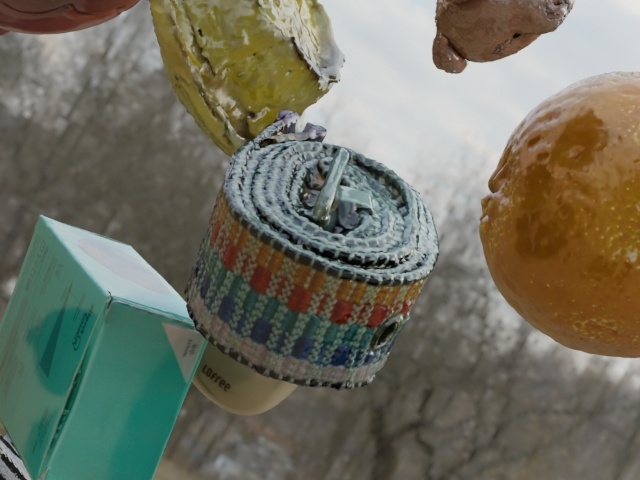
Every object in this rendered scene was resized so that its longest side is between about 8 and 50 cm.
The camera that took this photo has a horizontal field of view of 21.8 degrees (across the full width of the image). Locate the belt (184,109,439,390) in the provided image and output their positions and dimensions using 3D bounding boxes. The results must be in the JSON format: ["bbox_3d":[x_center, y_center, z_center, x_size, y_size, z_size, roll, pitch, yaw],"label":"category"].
[{"bbox_3d":[0.000,0.000,1.506,0.207,0.160,0.295,24,25,2],"label":"belt"}]

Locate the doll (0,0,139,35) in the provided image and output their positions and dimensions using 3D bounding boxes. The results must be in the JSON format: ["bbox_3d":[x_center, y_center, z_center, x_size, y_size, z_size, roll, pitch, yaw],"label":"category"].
[{"bbox_3d":[-0.199,-0.213,1.201,0.262,0.211,0.093,5,57,-45],"label":"doll"}]

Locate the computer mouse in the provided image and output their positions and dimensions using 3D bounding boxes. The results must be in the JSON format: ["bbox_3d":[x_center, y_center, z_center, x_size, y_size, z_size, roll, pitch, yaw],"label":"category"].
[{"bbox_3d":[-0.051,0.079,1.818,0.145,0.236,0.082,41,-1,14],"label":"computer mouse"}]

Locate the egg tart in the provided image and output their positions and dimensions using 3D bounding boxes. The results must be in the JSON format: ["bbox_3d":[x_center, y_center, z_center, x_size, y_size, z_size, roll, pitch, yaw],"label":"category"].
[{"bbox_3d":[-0.077,-0.250,1.858,0.345,0.132,0.345,54,23,-37],"label":"egg tart"}]

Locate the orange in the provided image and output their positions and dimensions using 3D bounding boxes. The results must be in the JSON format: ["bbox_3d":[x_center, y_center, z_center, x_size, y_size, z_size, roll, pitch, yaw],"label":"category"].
[{"bbox_3d":[0.340,-0.033,1.973,0.293,0.340,0.340,10,-2,-6],"label":"orange"}]

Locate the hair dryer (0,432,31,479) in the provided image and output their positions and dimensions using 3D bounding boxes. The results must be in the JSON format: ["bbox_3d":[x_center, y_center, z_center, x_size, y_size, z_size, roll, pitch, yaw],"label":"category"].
[{"bbox_3d":[-0.308,0.227,1.887,0.078,0.248,0.195,-15,-62,46],"label":"hair dryer"}]

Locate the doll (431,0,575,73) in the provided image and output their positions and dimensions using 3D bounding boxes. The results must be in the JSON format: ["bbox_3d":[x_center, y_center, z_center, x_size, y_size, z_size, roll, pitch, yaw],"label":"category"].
[{"bbox_3d":[0.201,-0.308,1.755,0.156,0.201,0.303,33,-24,24],"label":"doll"}]

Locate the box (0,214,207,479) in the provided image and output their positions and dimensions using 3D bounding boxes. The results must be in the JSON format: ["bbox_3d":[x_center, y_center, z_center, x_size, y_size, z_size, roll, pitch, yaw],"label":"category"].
[{"bbox_3d":[-0.236,0.117,1.683,0.118,0.205,0.311,16,8,-25],"label":"box"}]
